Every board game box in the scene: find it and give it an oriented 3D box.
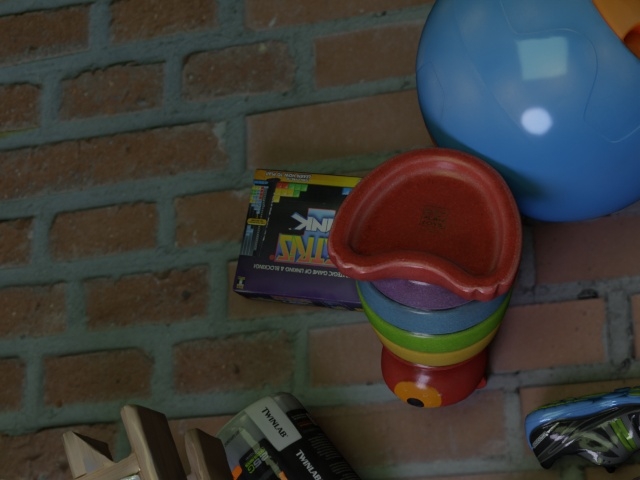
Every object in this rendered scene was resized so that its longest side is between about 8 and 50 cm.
[{"bbox_3d":[0.000,0.000,1.892,0.170,0.048,0.141,5,76,22],"label":"board game box"}]

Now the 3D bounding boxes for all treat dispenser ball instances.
[{"bbox_3d":[0.238,-0.162,1.715,0.288,0.288,0.288,-6,73,19],"label":"treat dispenser ball"}]

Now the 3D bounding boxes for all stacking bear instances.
[{"bbox_3d":[0.111,0.060,1.707,0.175,0.289,0.164,10,54,11],"label":"stacking bear"}]

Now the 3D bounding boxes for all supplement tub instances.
[{"bbox_3d":[-0.020,0.259,1.785,0.117,0.117,0.190,-42,67,5],"label":"supplement tub"}]

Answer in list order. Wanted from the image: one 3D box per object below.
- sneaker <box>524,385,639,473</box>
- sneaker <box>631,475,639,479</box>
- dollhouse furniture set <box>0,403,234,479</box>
[{"bbox_3d":[0.298,0.188,1.726,0.188,0.067,0.078,-11,93,16],"label":"sneaker"},{"bbox_3d":[0.262,0.313,1.668,0.313,0.116,0.136,-19,71,15],"label":"sneaker"},{"bbox_3d":[-0.216,0.372,1.677,0.362,0.394,0.256,-26,68,12],"label":"dollhouse furniture set"}]
